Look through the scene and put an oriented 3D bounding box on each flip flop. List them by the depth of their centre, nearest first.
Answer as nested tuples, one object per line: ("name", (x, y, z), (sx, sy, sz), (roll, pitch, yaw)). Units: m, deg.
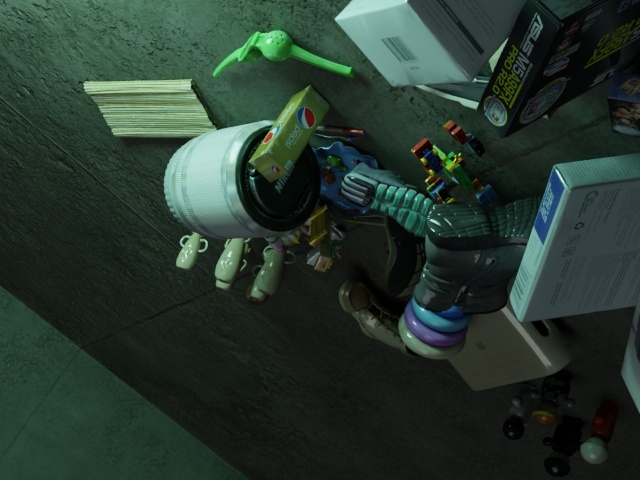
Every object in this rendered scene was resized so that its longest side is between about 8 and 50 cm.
("flip flop", (0.168, -0.001, 1.941), (0.112, 0.080, 0.277), (-13, 126, -4))

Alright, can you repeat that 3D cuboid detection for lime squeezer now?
("lime squeezer", (-0.092, -0.333, 1.743), (0.310, 0.059, 0.110), (5, 170, 32))

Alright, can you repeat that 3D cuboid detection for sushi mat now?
("sushi mat", (-0.356, -0.274, 2.055), (0.316, 0.019, 0.151), (5, 141, 35))

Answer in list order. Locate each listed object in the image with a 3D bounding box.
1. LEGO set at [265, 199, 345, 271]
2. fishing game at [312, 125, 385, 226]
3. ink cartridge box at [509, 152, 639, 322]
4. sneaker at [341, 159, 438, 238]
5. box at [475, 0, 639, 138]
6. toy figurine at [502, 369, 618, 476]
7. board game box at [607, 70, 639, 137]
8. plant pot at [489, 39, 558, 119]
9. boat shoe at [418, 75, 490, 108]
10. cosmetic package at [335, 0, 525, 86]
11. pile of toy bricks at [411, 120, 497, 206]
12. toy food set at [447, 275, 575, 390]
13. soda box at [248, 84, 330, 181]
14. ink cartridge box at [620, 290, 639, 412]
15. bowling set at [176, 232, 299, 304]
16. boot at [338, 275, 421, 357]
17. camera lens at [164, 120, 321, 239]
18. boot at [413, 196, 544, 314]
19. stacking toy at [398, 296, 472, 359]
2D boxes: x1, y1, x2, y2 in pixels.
("LEGO set", (0.000, 0.000, 2.023), (0.107, 0.132, 0.287), (42, 172, -27))
("fishing game", (0.047, -0.118, 1.919), (0.189, 0.041, 0.264), (10, 141, 28))
("ink cartridge box", (0.493, -0.009, 1.557), (0.330, 0.071, 0.324), (-8, 140, -12))
("sneaker", (0.154, -0.085, 1.797), (0.223, 0.098, 0.083), (27, 133, 2))
("box", (0.344, -0.267, 1.263), (0.060, 0.270, 0.216), (51, 152, 21))
("toy figurine", (0.520, 0.404, 2.142), (0.209, 0.148, 0.213), (36, 148, -8))
("board game box", (0.534, -0.170, 1.380), (0.243, 0.042, 0.165), (16, 174, 23))
("plant pot", (0.315, -0.260, 1.452), (0.096, 0.109, 0.109), (18, 148, 41))
("boat shoe", (0.214, -0.262, 1.587), (0.206, 0.075, 0.065), (24, 105, 20))
("cosmetic package", (0.173, -0.332, 1.290), (0.138, 0.225, 0.224), (46, 168, -20))
("pile of toy bricks", (0.224, -0.132, 1.718), (0.212, 0.118, 0.105), (49, 179, -40))
("toy food set", (0.358, 0.192, 2.062), (0.220, 0.092, 0.306), (51, 143, -10))
("soda box", (-0.054, -0.193, 1.763), (0.058, 0.181, 0.061), (43, 146, -19))
("ink cartridge box", (0.644, 0.154, 1.649), (0.207, 0.119, 0.353), (-12, 140, -2))
("bowling set", (-0.172, 0.048, 2.263), (0.287, 0.154, 0.200), (15, 163, 21))
("boot", (0.139, 0.172, 2.165), (0.165, 0.077, 0.213), (26, 159, 43))
("camera lens", (-0.151, -0.113, 1.903), (0.274, 0.219, 0.219), (-2, 136, 51))
("boot", (0.340, 0.038, 1.738), (0.338, 0.118, 0.223), (5, 136, 4))
("stacking toy", (0.256, 0.074, 1.883), (0.141, 0.141, 0.330), (24, 130, 10))
